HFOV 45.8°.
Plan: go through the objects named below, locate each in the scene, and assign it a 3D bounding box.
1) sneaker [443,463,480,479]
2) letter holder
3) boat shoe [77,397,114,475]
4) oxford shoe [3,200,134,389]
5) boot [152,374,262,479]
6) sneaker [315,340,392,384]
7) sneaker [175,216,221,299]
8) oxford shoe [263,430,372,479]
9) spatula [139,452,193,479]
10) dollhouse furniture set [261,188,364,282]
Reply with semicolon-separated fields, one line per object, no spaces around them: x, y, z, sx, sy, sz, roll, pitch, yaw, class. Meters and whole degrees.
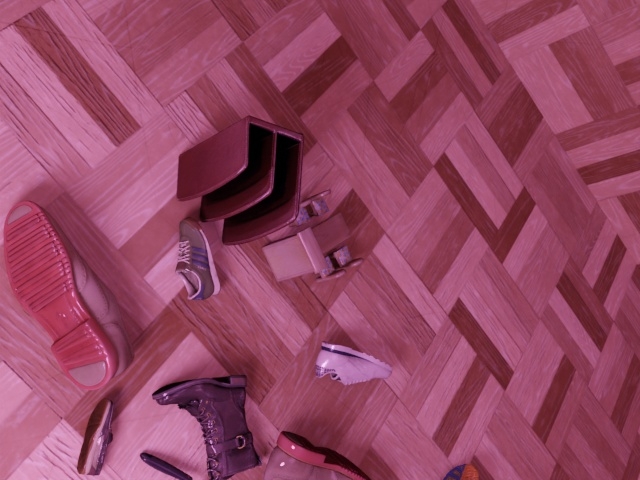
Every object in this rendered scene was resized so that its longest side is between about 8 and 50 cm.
0.382;0.773;2.099;0.131;0.111;0.297;50;52;-41;sneaker
-0.190;-0.117;1.707;0.152;0.301;0.215;14;70;-37;letter holder
-0.445;0.396;1.527;0.049;0.056;0.152;28;71;-37;boat shoe
-0.505;0.104;1.528;0.397;0.140;0.146;66;18;0;oxford shoe
-0.240;0.417;1.664;0.263;0.091;0.229;3;76;-42;boot
0.085;0.333;1.974;0.235;0.090;0.095;22;78;-30;sneaker
-0.296;0.047;1.731;0.086;0.064;0.192;-24;97;-46;sneaker
0.003;0.575;1.834;0.348;0.123;0.130;34;85;-30;oxford shoe
-0.266;0.535;1.630;0.296;0.084;0.030;41;88;-16;spatula
0.000;0.000;1.928;0.242;0.161;0.212;-31;98;-40;dollhouse furniture set
